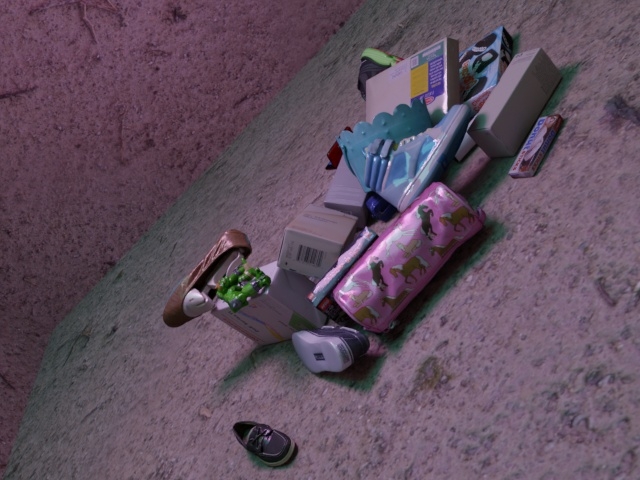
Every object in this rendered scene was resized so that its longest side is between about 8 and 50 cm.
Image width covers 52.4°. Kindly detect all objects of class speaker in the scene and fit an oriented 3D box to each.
[{"bbox_3d":[0.403,-0.279,1.774,0.136,0.055,0.055,-48,25,3],"label":"speaker"}]

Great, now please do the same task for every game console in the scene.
[{"bbox_3d":[0.061,-0.341,2.398,0.085,0.124,0.144,24,73,37],"label":"game console"}]

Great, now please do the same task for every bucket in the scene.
[{"bbox_3d":[0.197,-0.262,1.821,0.281,0.183,0.281,-23,4,2],"label":"bucket"}]

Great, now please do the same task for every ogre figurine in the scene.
[{"bbox_3d":[-0.202,0.118,1.666,0.118,0.097,0.197,-44,42,-15],"label":"ogre figurine"}]

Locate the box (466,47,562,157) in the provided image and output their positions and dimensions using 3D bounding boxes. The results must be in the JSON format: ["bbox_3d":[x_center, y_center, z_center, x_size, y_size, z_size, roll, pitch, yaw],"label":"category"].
[{"bbox_3d":[0.496,-0.349,1.657,0.275,0.113,0.094,-54,25,-15],"label":"box"}]

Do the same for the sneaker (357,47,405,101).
[{"bbox_3d":[0.260,-0.547,2.314,0.483,0.185,0.202,-121,47,-63],"label":"sneaker"}]

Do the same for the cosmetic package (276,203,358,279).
[{"bbox_3d":[0.000,0.000,1.760,0.309,0.160,0.113,-58,-17,-72],"label":"cosmetic package"}]

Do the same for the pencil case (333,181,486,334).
[{"bbox_3d":[0.206,0.040,1.514,0.386,0.167,0.160,-49,6,2],"label":"pencil case"}]

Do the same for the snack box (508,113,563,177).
[{"bbox_3d":[0.514,-0.224,1.549,0.178,0.022,0.064,-57,25,-17],"label":"snack box"}]

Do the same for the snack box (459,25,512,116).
[{"bbox_3d":[0.477,-0.496,1.959,0.187,0.060,0.322,-28,32,40],"label":"snack box"}]

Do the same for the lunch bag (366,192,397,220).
[{"bbox_3d":[0.182,-0.104,1.867,0.098,0.067,0.065,-49,24,-1],"label":"lunch bag"}]

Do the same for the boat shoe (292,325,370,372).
[{"bbox_3d":[0.023,0.254,1.585,0.102,0.108,0.301,-23,0,-25],"label":"boat shoe"}]

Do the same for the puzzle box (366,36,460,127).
[{"bbox_3d":[0.274,-0.422,2.006,0.409,0.052,0.272,-10,76,59],"label":"puzzle box"}]

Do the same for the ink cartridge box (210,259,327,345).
[{"bbox_3d":[-0.161,0.191,1.839,0.353,0.207,0.119,-22,39,47],"label":"ink cartridge box"}]

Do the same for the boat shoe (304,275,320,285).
[{"bbox_3d":[-0.022,0.025,1.975,0.118,0.103,0.320,-9,46,54],"label":"boat shoe"}]

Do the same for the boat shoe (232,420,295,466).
[{"bbox_3d":[-0.145,0.479,1.555,0.223,0.073,0.080,-6,48,56],"label":"boat shoe"}]

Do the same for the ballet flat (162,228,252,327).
[{"bbox_3d":[-0.310,0.122,1.838,0.342,0.116,0.124,-50,43,-7],"label":"ballet flat"}]

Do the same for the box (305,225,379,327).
[{"bbox_3d":[0.085,0.096,1.628,0.233,0.159,0.044,-50,52,-2],"label":"box"}]

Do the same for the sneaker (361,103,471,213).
[{"bbox_3d":[0.225,-0.239,1.635,0.319,0.208,0.127,-57,-19,-6],"label":"sneaker"}]

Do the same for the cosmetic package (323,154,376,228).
[{"bbox_3d":[0.104,-0.161,1.985,0.127,0.107,0.238,9,48,19],"label":"cosmetic package"}]
